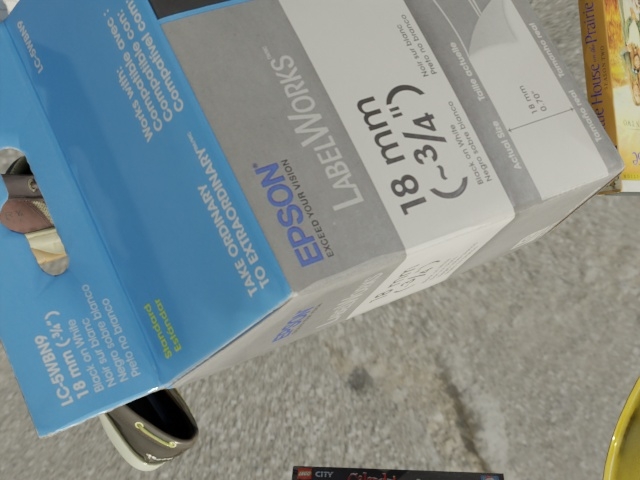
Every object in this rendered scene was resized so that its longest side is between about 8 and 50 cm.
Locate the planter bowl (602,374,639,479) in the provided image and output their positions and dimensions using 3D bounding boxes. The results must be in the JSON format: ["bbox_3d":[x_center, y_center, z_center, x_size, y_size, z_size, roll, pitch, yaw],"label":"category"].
[{"bbox_3d":[0.283,0.132,0.589,0.217,0.090,0.217,-14,117,-31],"label":"planter bowl"}]

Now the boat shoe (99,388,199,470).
[{"bbox_3d":[-0.206,0.120,0.923,0.069,0.081,0.227,-32,101,33],"label":"boat shoe"}]

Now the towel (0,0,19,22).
[{"bbox_3d":[-0.276,-0.335,1.257,0.317,0.053,0.332,38,99,-25],"label":"towel"}]

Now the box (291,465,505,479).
[{"bbox_3d":[0.082,0.325,1.062,0.233,0.044,0.159,2,126,1],"label":"box"}]

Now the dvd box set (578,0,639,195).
[{"bbox_3d":[0.618,-0.294,1.832,0.308,0.062,0.420,-1,85,-42],"label":"dvd box set"}]

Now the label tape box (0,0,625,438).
[{"bbox_3d":[-0.032,-0.072,0.522,0.334,0.106,0.240,-20,76,-26],"label":"label tape box"}]

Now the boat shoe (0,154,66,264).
[{"bbox_3d":[-0.255,-0.041,0.899,0.103,0.285,0.092,-5,102,5],"label":"boat shoe"}]
